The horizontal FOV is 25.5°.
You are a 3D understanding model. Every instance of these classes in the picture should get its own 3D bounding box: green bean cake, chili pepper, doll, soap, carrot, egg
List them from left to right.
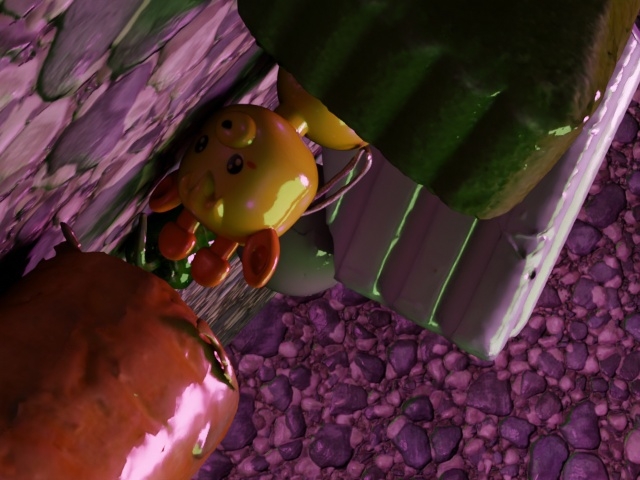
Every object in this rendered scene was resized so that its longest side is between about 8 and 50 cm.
[{"bbox_3d":[-0.222,0.179,0.921,0.341,0.224,0.224,-52,180,-37],"label":"carrot"},{"bbox_3d":[-0.099,-0.022,1.300,0.100,0.074,0.257,-55,177,40],"label":"chili pepper"},{"bbox_3d":[-0.044,-0.062,1.130,0.221,0.143,0.135,-53,148,-6],"label":"doll"},{"bbox_3d":[-0.025,-0.014,1.561,0.146,0.146,0.199,-47,170,-7],"label":"egg"},{"bbox_3d":[0.091,-0.156,0.905,0.248,0.222,0.125,-48,176,-42],"label":"green bean cake"},{"bbox_3d":[0.164,-0.135,1.431,0.156,0.261,0.446,-25,139,-62],"label":"soap"}]
